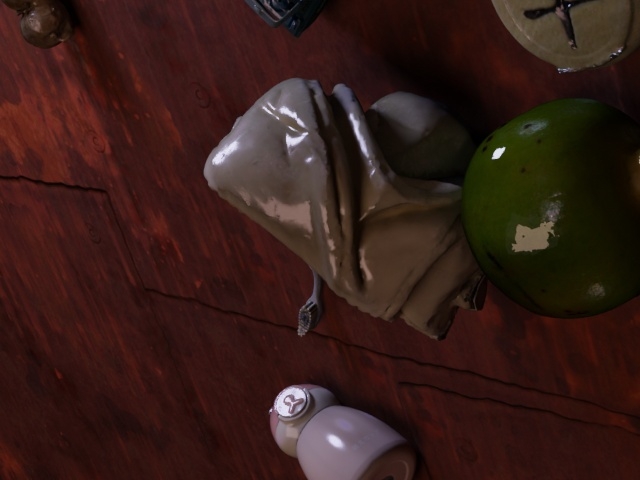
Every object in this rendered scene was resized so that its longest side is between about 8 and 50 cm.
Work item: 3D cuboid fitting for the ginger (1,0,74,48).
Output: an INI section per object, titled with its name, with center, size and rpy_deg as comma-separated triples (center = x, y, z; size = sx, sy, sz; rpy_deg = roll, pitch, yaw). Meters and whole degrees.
[ginger]
center = -0.443, -0.379, 2.080
size = 0.104, 0.080, 0.204
rpy_deg = 3, 125, 54

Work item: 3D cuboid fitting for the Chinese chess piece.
[Chinese chess piece]
center = 0.250, -0.259, 1.382
size = 0.188, 0.083, 0.188
rpy_deg = 33, 144, 28

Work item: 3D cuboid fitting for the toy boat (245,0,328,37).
[toy boat]
center = -0.014, -0.333, 1.607
size = 0.093, 0.103, 0.246
rpy_deg = 47, 143, 9

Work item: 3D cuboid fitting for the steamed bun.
[steamed bun]
center = 0.072, -0.065, 1.630
size = 0.394, 0.237, 0.346
rpy_deg = 34, -171, -32

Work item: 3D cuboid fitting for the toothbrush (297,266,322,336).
[toothbrush]
center = 0.000, 0.000, 1.953
size = 0.028, 0.037, 0.375
rpy_deg = 32, 138, 22

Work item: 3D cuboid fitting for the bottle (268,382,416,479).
[bottle]
center = 0.017, 0.304, 2.116
size = 0.236, 0.147, 0.147
rpy_deg = 36, 143, 35

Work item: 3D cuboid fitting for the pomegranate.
[pomegranate]
center = 0.290, -0.043, 1.429
size = 0.302, 0.236, 0.236
rpy_deg = -18, 107, 42
